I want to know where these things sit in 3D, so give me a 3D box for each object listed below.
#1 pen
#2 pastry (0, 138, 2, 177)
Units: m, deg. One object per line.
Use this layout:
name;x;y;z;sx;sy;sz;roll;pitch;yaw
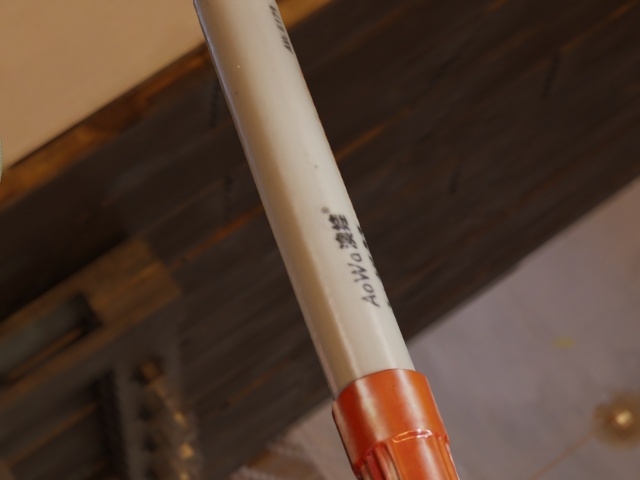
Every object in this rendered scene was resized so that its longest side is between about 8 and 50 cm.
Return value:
pen;0.000;0.000;0.542;0.028;0.028;0.239;78;-7;-54
pastry;-0.265;-0.060;1.123;0.092;0.156;0.156;-27;-81;34
